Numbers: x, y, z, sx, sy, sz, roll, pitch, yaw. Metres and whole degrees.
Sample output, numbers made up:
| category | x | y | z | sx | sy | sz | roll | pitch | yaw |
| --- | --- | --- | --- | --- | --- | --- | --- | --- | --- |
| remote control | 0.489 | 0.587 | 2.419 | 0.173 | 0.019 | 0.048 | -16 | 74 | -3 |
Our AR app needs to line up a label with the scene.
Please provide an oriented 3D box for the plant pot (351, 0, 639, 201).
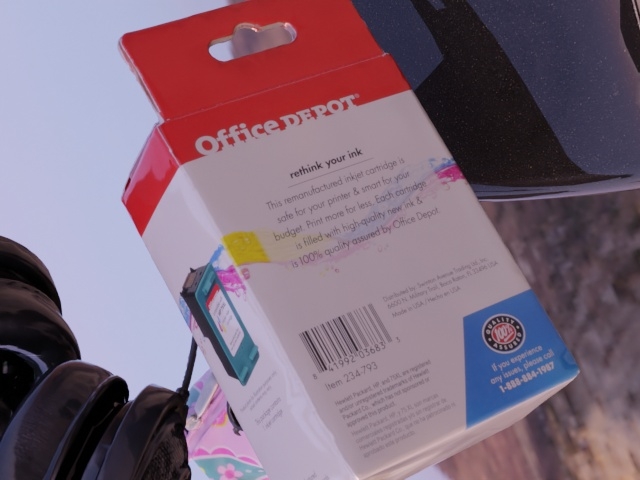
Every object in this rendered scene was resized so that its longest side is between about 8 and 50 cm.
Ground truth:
| category | x | y | z | sx | sy | sz | roll | pitch | yaw |
| --- | --- | --- | --- | --- | --- | --- | --- | --- | --- |
| plant pot | 0.106 | -0.112 | 0.844 | 0.188 | 0.167 | 0.187 | -32 | -73 | -74 |

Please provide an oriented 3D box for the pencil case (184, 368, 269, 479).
| category | x | y | z | sx | sy | sz | roll | pitch | yaw |
| --- | --- | --- | --- | --- | --- | --- | --- | --- | --- |
| pencil case | -0.001 | 0.072 | 0.976 | 0.124 | 0.284 | 0.124 | 19 | -137 | -19 |

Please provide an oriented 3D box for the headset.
| category | x | y | z | sx | sy | sz | roll | pitch | yaw |
| --- | --- | --- | --- | --- | --- | --- | --- | --- | --- |
| headset | -0.162 | 0.116 | 0.787 | 0.243 | 0.394 | 0.185 | 39 | 138 | 27 |

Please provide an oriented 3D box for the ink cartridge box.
| category | x | y | z | sx | sy | sz | roll | pitch | yaw |
| --- | --- | --- | --- | --- | --- | --- | --- | --- | --- |
| ink cartridge box | 0.000 | 0.000 | 0.679 | 0.231 | 0.134 | 0.078 | 61 | 149 | 15 |
